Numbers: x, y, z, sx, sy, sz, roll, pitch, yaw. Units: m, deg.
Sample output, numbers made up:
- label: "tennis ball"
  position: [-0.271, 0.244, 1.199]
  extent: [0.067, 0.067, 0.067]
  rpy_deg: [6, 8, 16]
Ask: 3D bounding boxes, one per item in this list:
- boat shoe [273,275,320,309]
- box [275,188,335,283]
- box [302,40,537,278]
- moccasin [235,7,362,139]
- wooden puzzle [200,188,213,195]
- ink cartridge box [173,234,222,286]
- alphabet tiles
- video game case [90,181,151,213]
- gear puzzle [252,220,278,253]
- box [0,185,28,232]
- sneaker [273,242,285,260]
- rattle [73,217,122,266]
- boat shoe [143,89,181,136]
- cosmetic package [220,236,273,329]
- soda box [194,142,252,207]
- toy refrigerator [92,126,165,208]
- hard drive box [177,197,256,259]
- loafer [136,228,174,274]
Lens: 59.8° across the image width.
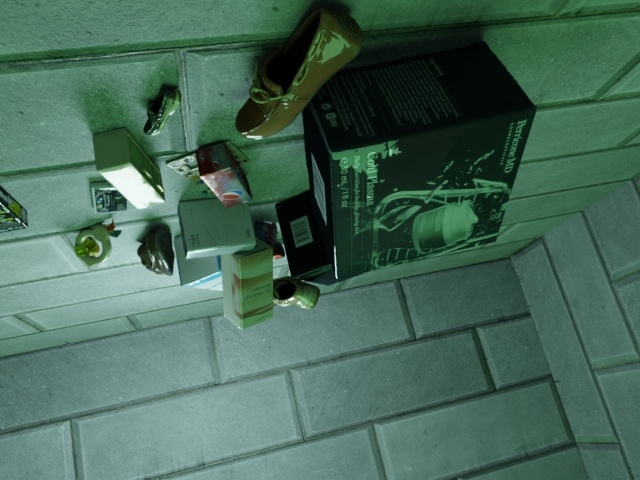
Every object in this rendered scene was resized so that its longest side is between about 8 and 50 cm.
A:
- label: "boat shoe"
  position: [-0.131, 0.183, 2.103]
  extent: [0.110, 0.121, 0.341]
  rpy_deg: [24, 167, -29]
- label: "box"
  position: [0.000, 0.000, 2.102]
  extent: [0.183, 0.296, 0.294]
  rpy_deg: [-21, 161, 24]
- label: "box"
  position: [0.220, -0.192, 1.431]
  extent: [0.472, 0.297, 0.480]
  rpy_deg: [-14, 142, -7]
- label: "moccasin"
  position: [-0.079, -0.348, 1.201]
  extent: [0.147, 0.139, 0.380]
  rpy_deg: [9, 155, -39]
- label: "wooden puzzle"
  position: [-0.321, -0.161, 1.807]
  extent: [0.116, 0.014, 0.078]
  rpy_deg: [-18, 168, 17]
- label: "ink cartridge box"
  position: [-0.401, 0.072, 2.186]
  extent: [0.197, 0.198, 0.270]
  rpy_deg: [-21, 161, 24]
- label: "alphabet tiles"
  position: [-0.313, -0.218, 1.652]
  extent: [0.198, 0.009, 0.237]
  rpy_deg: [-18, 163, 11]
- label: "video game case"
  position: [-0.595, -0.133, 1.678]
  extent: [0.173, 0.022, 0.190]
  rpy_deg: [-7, 163, -22]
- label: "gear puzzle"
  position: [-0.234, 0.093, 2.175]
  extent: [0.044, 0.338, 0.175]
  rpy_deg: [10, -179, 29]
- label: "box"
  position: [-0.975, -0.070, 1.511]
  extent: [0.270, 0.060, 0.216]
  rpy_deg: [-11, 162, -10]
- label: "sneaker"
  position: [-0.269, 0.054, 2.417]
  extent: [0.145, 0.090, 0.270]
  rpy_deg: [-21, 164, 16]
- label: "rattle"
  position: [-0.728, -0.009, 1.896]
  extent: [0.199, 0.130, 0.143]
  rpy_deg: [-47, 166, 13]
- label: "boat shoe"
  position: [-0.375, -0.298, 1.278]
  extent: [0.049, 0.056, 0.152]
  rpy_deg: [9, 142, -42]
- label: "cosmetic package"
  position: [-0.265, 0.154, 2.028]
  extent: [0.153, 0.296, 0.129]
  rpy_deg: [-20, -147, -36]
- label: "soda box"
  position: [-0.278, -0.184, 1.626]
  extent: [0.092, 0.083, 0.263]
  rpy_deg: [-15, 162, 2]
- label: "toy refrigerator"
  position: [-0.491, -0.183, 1.461]
  extent: [0.094, 0.102, 0.269]
  rpy_deg: [-14, 163, -2]
- label: "hard drive box"
  position: [-0.350, -0.046, 1.878]
  extent: [0.232, 0.181, 0.089]
  rpy_deg: [-7, 162, -20]
- label: "loafer"
  position: [-0.621, 0.059, 2.076]
  extent: [0.130, 0.133, 0.366]
  rpy_deg: [3, 159, -10]
